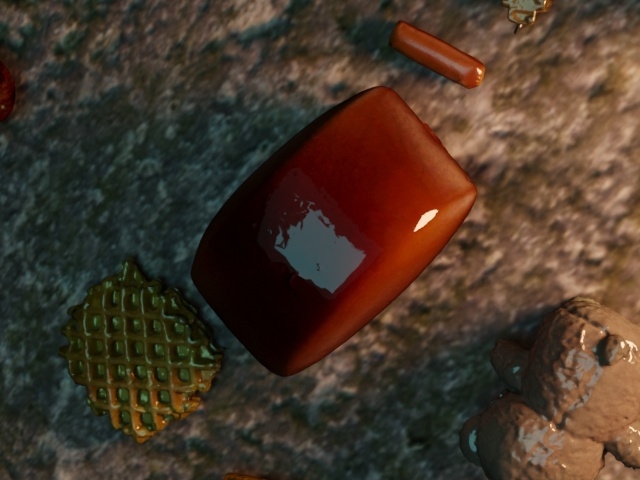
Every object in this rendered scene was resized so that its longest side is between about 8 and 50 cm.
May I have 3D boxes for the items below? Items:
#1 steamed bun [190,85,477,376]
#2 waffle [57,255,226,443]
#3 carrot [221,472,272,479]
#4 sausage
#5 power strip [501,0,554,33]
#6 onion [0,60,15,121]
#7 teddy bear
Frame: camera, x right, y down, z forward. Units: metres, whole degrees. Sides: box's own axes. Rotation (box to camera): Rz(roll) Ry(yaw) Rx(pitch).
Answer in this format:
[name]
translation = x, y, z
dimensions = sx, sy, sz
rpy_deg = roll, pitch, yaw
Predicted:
[steamed bun]
translation = 0.000, 0.000, 1.445
dimensions = 0.235, 0.248, 0.379
rpy_deg = 49, 115, 7
[waffle]
translation = -0.273, 0.167, 1.704
dimensions = 0.245, 0.052, 0.254
rpy_deg = 48, 115, 8
[carrot]
translation = -0.030, 0.380, 1.640
dimensions = 0.260, 0.070, 0.070
rpy_deg = 8, 104, 21
[sausage]
translation = 0.148, -0.232, 1.446
dimensions = 0.131, 0.041, 0.039
rpy_deg = 32, 106, 13
[power strip]
translation = 0.262, -0.398, 1.364
dimensions = 0.064, 0.044, 0.306
rpy_deg = 11, 104, 19
[onion]
translation = -0.503, -0.226, 1.685
dimensions = 0.117, 0.119, 0.119
rpy_deg = 23, 113, -19
[teddy bear]
translation = 0.306, 0.204, 1.415
dimensions = 0.236, 0.151, 0.267
rpy_deg = 30, 110, 16
